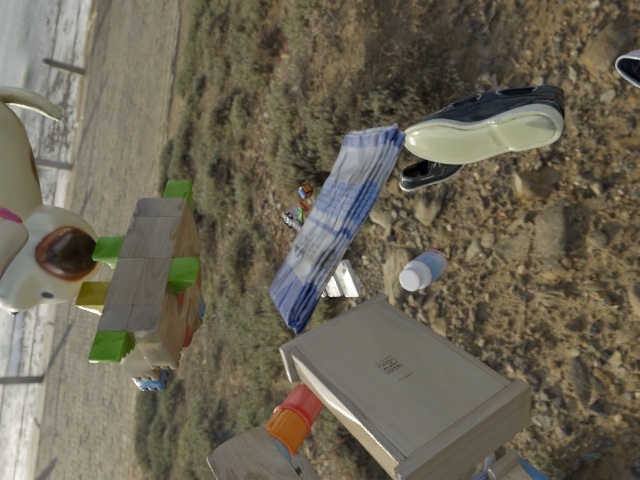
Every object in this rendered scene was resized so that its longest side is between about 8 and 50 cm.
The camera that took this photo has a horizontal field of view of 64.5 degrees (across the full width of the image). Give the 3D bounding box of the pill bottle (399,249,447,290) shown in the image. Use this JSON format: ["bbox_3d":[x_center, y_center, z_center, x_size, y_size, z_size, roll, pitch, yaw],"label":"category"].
[{"bbox_3d":[0.301,0.090,1.493,0.087,0.160,0.087,16,117,35],"label":"pill bottle"}]

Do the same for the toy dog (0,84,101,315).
[{"bbox_3d":[-0.593,-0.049,0.932,0.408,0.395,0.285,52,139,-10],"label":"toy dog"}]

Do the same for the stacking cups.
[{"bbox_3d":[-0.096,0.352,0.806,0.096,0.316,0.096,14,126,21],"label":"stacking cups"}]

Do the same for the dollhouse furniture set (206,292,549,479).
[{"bbox_3d":[0.052,0.262,0.513,0.198,0.286,0.303,30,138,54],"label":"dollhouse furniture set"}]

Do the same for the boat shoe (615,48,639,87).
[{"bbox_3d":[0.519,-0.233,0.750,0.066,0.063,0.184,97,154,-49],"label":"boat shoe"}]

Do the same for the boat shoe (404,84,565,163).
[{"bbox_3d":[0.319,-0.242,1.016,0.340,0.127,0.113,-4,51,52],"label":"boat shoe"}]

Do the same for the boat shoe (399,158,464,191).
[{"bbox_3d":[0.367,-0.235,1.652,0.079,0.233,0.084,72,175,-53],"label":"boat shoe"}]

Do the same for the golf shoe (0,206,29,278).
[{"bbox_3d":[-0.308,0.105,0.387,0.115,0.140,0.306,-29,30,40],"label":"golf shoe"}]

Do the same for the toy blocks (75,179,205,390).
[{"bbox_3d":[-0.300,0.110,0.980,0.261,0.191,0.381,88,-178,-52],"label":"toy blocks"}]

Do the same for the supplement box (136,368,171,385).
[{"bbox_3d":[-0.412,0.229,1.182,0.081,0.104,0.188,36,138,44],"label":"supplement box"}]

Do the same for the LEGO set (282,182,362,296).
[{"bbox_3d":[0.000,0.000,1.070,0.182,0.060,0.244,-12,103,60],"label":"LEGO set"}]

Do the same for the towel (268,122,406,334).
[{"bbox_3d":[0.008,-0.028,0.700,0.285,0.034,0.209,-62,17,2],"label":"towel"}]
